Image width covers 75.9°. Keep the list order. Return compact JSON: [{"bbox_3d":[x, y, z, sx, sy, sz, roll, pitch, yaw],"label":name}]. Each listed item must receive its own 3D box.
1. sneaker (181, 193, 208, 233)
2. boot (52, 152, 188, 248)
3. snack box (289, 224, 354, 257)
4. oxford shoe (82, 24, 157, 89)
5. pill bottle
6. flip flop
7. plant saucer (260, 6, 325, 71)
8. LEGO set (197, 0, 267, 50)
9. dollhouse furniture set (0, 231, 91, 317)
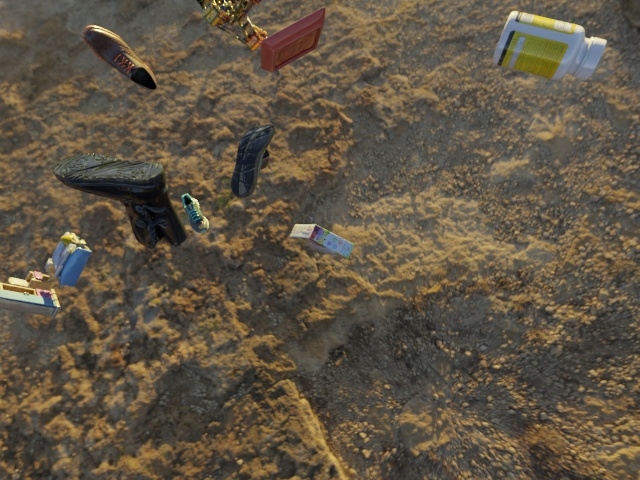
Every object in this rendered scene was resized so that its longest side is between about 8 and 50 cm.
[{"bbox_3d":[-0.453,-0.098,1.456,0.065,0.076,0.166,-31,66,-8],"label":"sneaker"},{"bbox_3d":[-0.429,-0.076,0.899,0.247,0.207,0.094,6,44,6],"label":"boot"},{"bbox_3d":[0.000,0.000,0.918,0.100,0.141,0.037,26,83,-20],"label":"snack box"},{"bbox_3d":[-0.667,-0.615,1.396,0.096,0.271,0.098,-49,57,7],"label":"oxford shoe"},{"bbox_3d":[0.286,-0.242,0.518,0.117,0.065,0.065,23,76,15],"label":"pill bottle"},{"bbox_3d":[-0.213,-0.256,1.342,0.113,0.080,0.276,4,72,25],"label":"flip flop"},{"bbox_3d":[-0.099,-0.725,1.522,0.259,0.258,0.047,-31,96,-6],"label":"plant saucer"},{"bbox_3d":[-0.296,-0.882,1.502,0.192,0.332,0.254,-33,67,27],"label":"LEGO set"},{"bbox_3d":[-0.980,0.067,1.424,0.287,0.198,0.303,30,93,44],"label":"dollhouse furniture set"}]
